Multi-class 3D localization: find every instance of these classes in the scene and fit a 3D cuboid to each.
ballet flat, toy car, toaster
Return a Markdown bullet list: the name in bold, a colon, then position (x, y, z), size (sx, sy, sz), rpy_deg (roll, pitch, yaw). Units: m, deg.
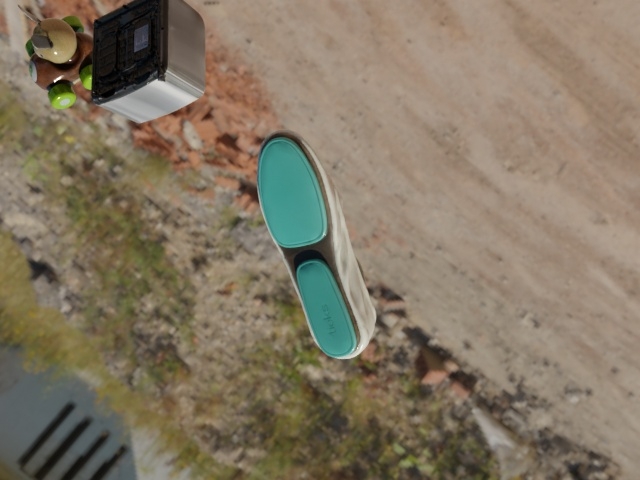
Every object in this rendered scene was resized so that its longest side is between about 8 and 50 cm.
- **ballet flat**: position (0.000, 0.000, 1.640), size (0.139, 0.139, 0.400), rpy_deg (5, 116, 63)
- **toy car**: position (-0.524, -0.372, 1.893), size (0.155, 0.149, 0.188), rpy_deg (62, -174, 19)
- **toaster**: position (-0.277, -0.288, 1.572), size (0.168, 0.185, 0.110), rpy_deg (-18, 154, 32)
